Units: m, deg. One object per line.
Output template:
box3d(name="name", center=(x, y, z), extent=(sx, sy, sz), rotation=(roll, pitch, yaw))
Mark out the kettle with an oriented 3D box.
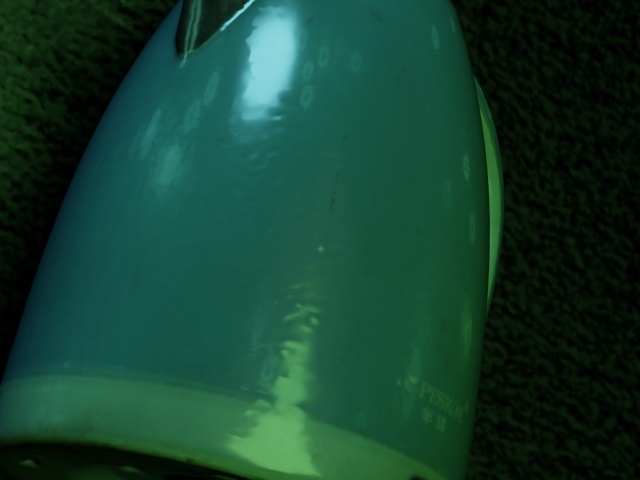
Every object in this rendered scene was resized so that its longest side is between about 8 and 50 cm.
box3d(name="kettle", center=(0.000, 0.000, 1.099), extent=(0.319, 0.247, 0.342), rotation=(37, 60, -50))
